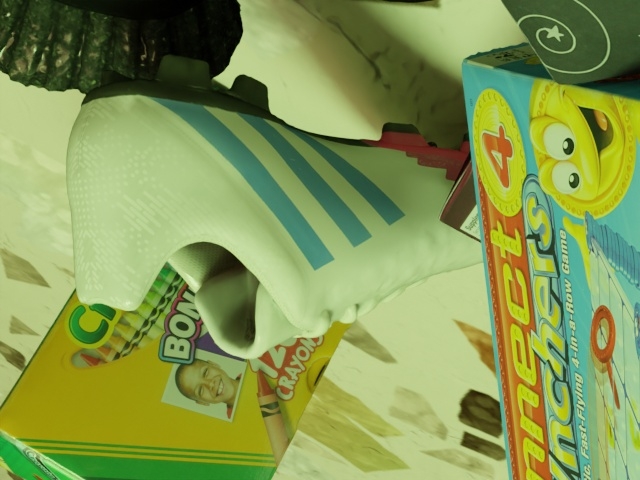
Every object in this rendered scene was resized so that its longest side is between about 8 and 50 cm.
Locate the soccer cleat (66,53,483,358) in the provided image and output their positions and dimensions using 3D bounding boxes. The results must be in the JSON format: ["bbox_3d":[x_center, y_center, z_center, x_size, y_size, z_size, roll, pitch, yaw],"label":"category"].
[{"bbox_3d":[0.000,0.000,0.834,0.331,0.143,0.116,11,171,-38],"label":"soccer cleat"}]

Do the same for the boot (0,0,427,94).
[{"bbox_3d":[-0.055,-0.153,0.745,0.348,0.131,0.260,31,147,19],"label":"boot"}]

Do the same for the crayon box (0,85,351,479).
[{"bbox_3d":[-0.079,0.056,0.967,0.165,0.278,0.081,32,153,-8],"label":"crayon box"}]

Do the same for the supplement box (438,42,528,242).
[{"bbox_3d":[0.173,-0.022,0.793,0.188,0.104,0.081,28,154,2],"label":"supplement box"}]

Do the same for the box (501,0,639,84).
[{"bbox_3d":[0.101,-0.197,0.499,0.142,0.163,0.247,-5,138,44],"label":"box"}]

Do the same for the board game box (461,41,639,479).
[{"bbox_3d":[0.166,0.081,0.595,0.302,0.086,0.308,-146,46,-70],"label":"board game box"}]
